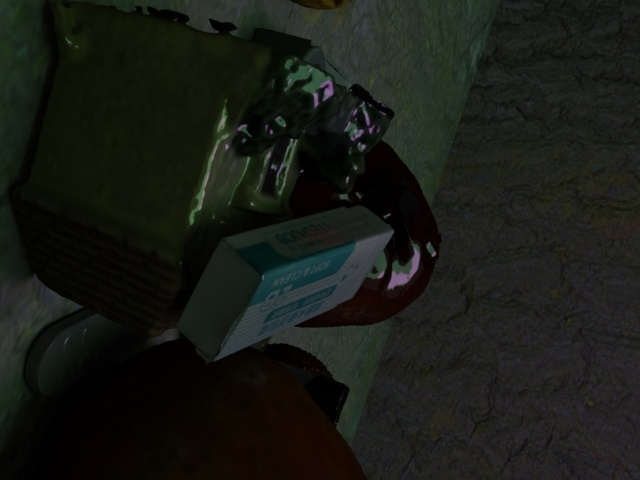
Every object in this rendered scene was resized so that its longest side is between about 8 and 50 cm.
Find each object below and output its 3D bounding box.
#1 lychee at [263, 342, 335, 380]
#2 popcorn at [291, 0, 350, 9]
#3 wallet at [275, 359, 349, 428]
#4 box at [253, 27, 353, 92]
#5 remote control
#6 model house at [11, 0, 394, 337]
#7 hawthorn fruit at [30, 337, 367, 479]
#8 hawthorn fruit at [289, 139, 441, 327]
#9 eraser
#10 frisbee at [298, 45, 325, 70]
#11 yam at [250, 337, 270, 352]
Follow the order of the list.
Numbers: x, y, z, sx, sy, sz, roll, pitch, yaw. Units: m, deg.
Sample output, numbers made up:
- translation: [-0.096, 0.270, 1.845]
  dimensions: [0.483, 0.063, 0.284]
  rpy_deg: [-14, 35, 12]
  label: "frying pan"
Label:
- translation: [-0.068, 0.273, 1.324]
  dimensions: [0.194, 0.195, 0.194]
  rpy_deg: [17, 90, -75]
  label: "lychee"
- translation: [-0.004, -0.360, 0.922]
  dimensions: [0.152, 0.148, 0.167]
  rpy_deg: [-40, -177, -9]
  label: "popcorn"
- translation: [-0.099, 0.311, 1.165]
  dimensions: [0.071, 0.221, 0.262]
  rpy_deg: [70, 40, -58]
  label: "wallet"
- translation: [-0.036, -0.206, 1.083]
  dimensions: [0.225, 0.086, 0.129]
  rpy_deg: [8, 99, -74]
  label: "box"
- translation: [-0.237, 0.100, 0.827]
  dimensions: [0.245, 0.022, 0.077]
  rpy_deg: [-31, 138, -67]
  label: "remote control"
- translation: [-0.101, -0.042, 0.712]
  dimensions: [0.321, 0.261, 0.266]
  rpy_deg: [16, 93, -69]
  label: "model house"
- translation: [-0.112, 0.318, 0.816]
  dimensions: [0.403, 0.403, 0.402]
  rpy_deg: [17, 90, -75]
  label: "hawthorn fruit"
- translation: [0.002, -0.008, 1.030]
  dimensions: [0.295, 0.312, 0.294]
  rpy_deg: [23, 64, -60]
  label: "hawthorn fruit"
- translation: [-0.022, 0.030, 0.655]
  dimensions: [0.225, 0.052, 0.095]
  rpy_deg: [-16, 141, -57]
  label: "eraser"
- translation: [-0.018, -0.198, 0.971]
  dimensions: [0.110, 0.014, 0.110]
  rpy_deg: [17, 90, -74]
  label: "frisbee"
- translation: [-0.145, 0.196, 1.156]
  dimensions: [0.083, 0.083, 0.371]
  rpy_deg: [90, 23, -47]
  label: "yam"
